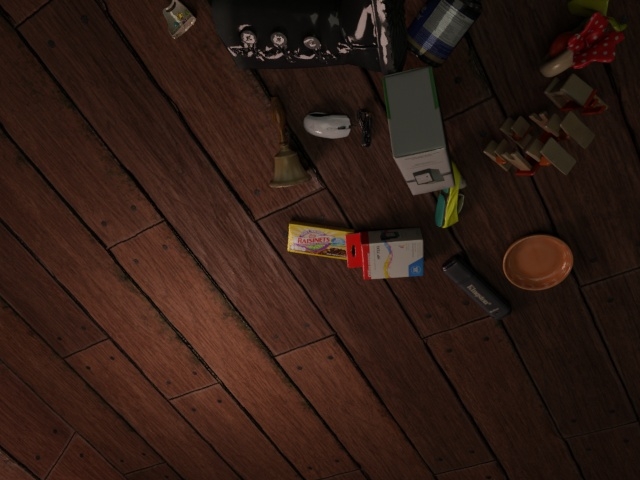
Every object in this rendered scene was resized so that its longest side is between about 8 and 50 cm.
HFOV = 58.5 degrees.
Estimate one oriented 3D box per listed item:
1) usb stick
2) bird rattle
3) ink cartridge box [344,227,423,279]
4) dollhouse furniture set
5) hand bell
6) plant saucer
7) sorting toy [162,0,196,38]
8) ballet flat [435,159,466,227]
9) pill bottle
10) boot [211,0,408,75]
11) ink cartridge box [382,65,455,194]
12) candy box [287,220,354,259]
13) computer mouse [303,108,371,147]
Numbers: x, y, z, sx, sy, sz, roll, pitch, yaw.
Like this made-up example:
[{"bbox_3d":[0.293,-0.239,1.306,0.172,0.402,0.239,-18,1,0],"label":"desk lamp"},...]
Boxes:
[{"bbox_3d":[0.492,0.151,1.796,0.278,0.045,0.077,41,118,-17],"label":"usb stick"},{"bbox_3d":[0.594,-0.444,1.302,0.143,0.253,0.207,35,145,-12],"label":"bird rattle"},{"bbox_3d":[0.194,0.042,1.745,0.231,0.078,0.134,-5,121,4],"label":"ink cartridge box"},{"bbox_3d":[0.576,-0.267,1.413,0.135,0.262,0.259,36,89,-15],"label":"dollhouse furniture set"},{"bbox_3d":[-0.107,-0.282,1.610,0.126,0.126,0.242,-6,108,13],"label":"hand bell"},{"bbox_3d":[0.651,0.060,1.719,0.200,0.037,0.200,5,122,7],"label":"plant saucer"},{"bbox_3d":[-0.370,-0.584,1.484,0.083,0.045,0.075,-33,104,26],"label":"sorting toy"},{"bbox_3d":[0.374,-0.140,1.627,0.077,0.077,0.231,-9,125,-10],"label":"ballet flat"},{"bbox_3d":[0.301,-0.533,1.354,0.123,0.123,0.219,32,121,-11],"label":"pill bottle"},{"bbox_3d":[-0.041,-0.546,1.294,0.445,0.146,0.367,13,143,21],"label":"boot"},{"bbox_3d":[0.247,-0.258,1.407,0.122,0.289,0.211,-11,75,15],"label":"ink cartridge box"},{"bbox_3d":[0.000,0.000,1.795,0.206,0.027,0.105,8,119,4],"label":"candy box"},{"bbox_3d":[0.046,-0.312,1.582,0.193,0.042,0.106,3,123,8],"label":"computer mouse"}]
